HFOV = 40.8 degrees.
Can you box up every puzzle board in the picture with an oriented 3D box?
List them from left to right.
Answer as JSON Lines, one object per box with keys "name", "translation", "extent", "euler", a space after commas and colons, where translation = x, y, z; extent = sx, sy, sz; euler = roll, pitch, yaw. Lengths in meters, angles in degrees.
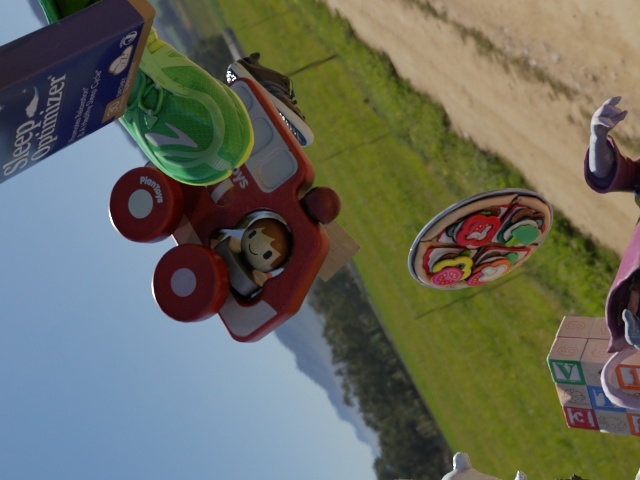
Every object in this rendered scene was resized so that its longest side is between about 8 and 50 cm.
{"name": "puzzle board", "translation": [0.000, 0.000, 1.621], "extent": [0.128, 0.096, 0.011], "euler": [47, -167, 1]}

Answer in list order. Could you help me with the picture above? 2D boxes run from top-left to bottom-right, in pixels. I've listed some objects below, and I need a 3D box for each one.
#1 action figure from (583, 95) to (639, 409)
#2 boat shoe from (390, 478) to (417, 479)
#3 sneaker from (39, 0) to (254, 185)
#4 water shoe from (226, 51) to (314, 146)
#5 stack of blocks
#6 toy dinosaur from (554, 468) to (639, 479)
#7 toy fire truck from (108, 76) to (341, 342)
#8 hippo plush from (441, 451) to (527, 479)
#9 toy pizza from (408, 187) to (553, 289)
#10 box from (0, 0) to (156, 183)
{"name": "action figure", "translation": [0.420, -0.031, 0.949], "extent": [0.370, 0.248, 0.276], "euler": [-73, -21, -55]}
{"name": "boat shoe", "translation": [0.089, 0.334, 1.106], "extent": [0.048, 0.152, 0.056], "euler": [124, 152, -75]}
{"name": "sneaker", "translation": [-0.183, -0.163, 0.815], "extent": [0.295, 0.109, 0.123], "euler": [47, -168, 15]}
{"name": "water shoe", "translation": [-0.071, -0.250, 1.484], "extent": [0.203, 0.080, 0.073], "euler": [44, 158, 11]}
{"name": "stack of blocks", "translation": [0.439, 0.157, 1.049], "extent": [0.087, 0.297, 0.171], "euler": [-52, -51, -41]}
{"name": "toy dinosaur", "translation": [0.269, 0.268, 0.802], "extent": [0.064, 0.118, 0.268], "euler": [-48, -33, -65]}
{"name": "toy fire truck", "translation": [-0.110, -0.034, 1.140], "extent": [0.302, 0.254, 0.169], "euler": [57, -163, 17]}
{"name": "hippo plush", "translation": [0.299, 0.505, 1.474], "extent": [0.294, 0.234, 0.236], "euler": [27, 166, -40]}
{"name": "toy pizza", "translation": [0.212, 0.008, 1.122], "extent": [0.201, 0.201, 0.032], "euler": [65, -176, -53]}
{"name": "box", "translation": [-0.227, -0.093, 0.631], "extent": [0.036, 0.225, 0.136], "euler": [48, 145, 6]}
